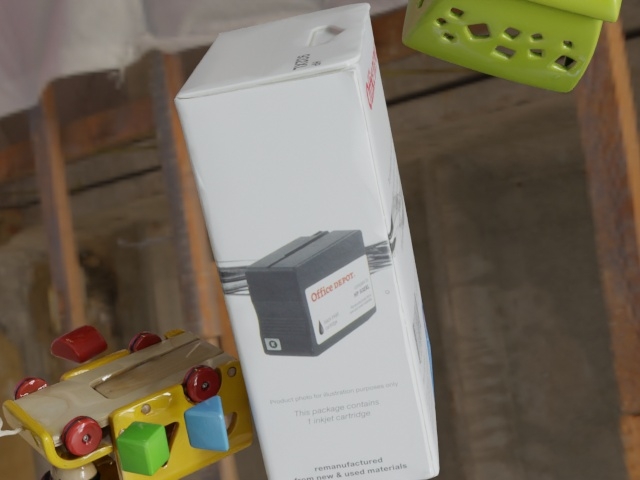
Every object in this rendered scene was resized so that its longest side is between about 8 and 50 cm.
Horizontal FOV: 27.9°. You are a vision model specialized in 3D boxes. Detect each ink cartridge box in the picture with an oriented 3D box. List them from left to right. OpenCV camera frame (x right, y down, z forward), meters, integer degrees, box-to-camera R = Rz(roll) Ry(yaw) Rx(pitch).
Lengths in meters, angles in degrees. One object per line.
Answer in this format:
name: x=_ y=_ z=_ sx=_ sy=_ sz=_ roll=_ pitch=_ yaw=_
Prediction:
ink cartridge box: x=0.000 y=0.000 z=0.966 sx=0.129 sy=0.223 sz=0.307 roll=-9 pitch=-70 yaw=7

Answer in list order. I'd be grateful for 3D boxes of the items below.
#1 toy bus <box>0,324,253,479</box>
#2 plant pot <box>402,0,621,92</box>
toy bus: x=-0.150 y=0.147 z=0.969 sx=0.202 sy=0.191 sz=0.104 roll=-3 pitch=-68 yaw=11
plant pot: x=0.243 y=-0.334 z=1.504 sx=0.207 sy=0.227 sz=0.228 roll=124 pitch=-20 yaw=-71
